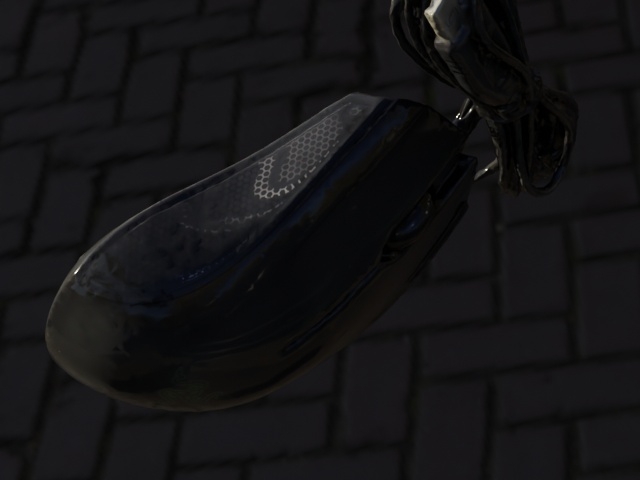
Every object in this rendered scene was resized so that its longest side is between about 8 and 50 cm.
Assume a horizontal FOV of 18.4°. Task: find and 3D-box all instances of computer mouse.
[{"bbox_3d":[0.000,0.000,0.905,0.272,0.188,0.072,-34,57,4],"label":"computer mouse"}]
